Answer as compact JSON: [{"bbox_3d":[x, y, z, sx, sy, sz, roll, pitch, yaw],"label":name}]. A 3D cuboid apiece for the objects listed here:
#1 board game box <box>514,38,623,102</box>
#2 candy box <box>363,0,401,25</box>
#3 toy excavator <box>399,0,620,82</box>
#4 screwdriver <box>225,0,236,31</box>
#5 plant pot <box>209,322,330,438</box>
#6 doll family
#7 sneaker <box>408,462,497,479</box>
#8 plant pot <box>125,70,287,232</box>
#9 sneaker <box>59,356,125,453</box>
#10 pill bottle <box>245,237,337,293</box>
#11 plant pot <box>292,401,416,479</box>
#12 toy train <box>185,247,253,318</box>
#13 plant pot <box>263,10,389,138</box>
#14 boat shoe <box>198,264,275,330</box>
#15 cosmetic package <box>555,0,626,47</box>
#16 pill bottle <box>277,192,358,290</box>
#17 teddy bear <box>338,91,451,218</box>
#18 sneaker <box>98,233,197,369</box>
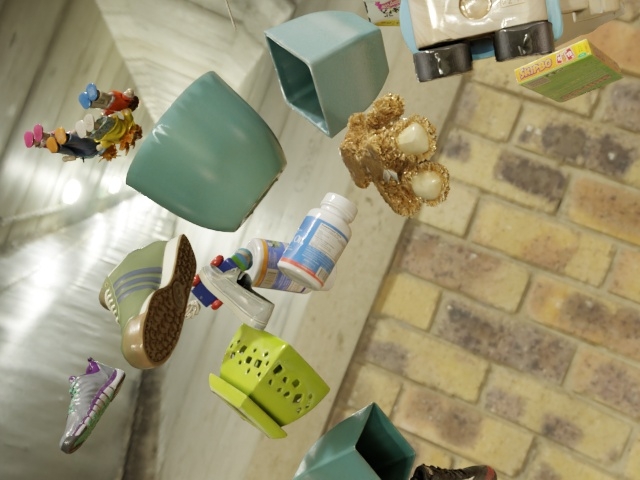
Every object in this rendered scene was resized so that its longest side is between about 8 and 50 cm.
[{"bbox_3d":[0.442,-0.290,1.338,0.124,0.039,0.259,-20,-11,32],"label":"board game box"},{"bbox_3d":[0.182,-0.660,1.946,0.159,0.071,0.233,8,-35,28],"label":"candy box"},{"bbox_3d":[0.378,-0.461,1.491,0.432,0.223,0.445,-10,10,13],"label":"toy excavator"},{"bbox_3d":[-0.187,-0.470,1.416,0.025,0.170,0.024,-23,16,-36],"label":"screwdriver"},{"bbox_3d":[-0.152,0.386,2.060,0.228,0.207,0.227,17,-27,52],"label":"plant pot"},{"bbox_3d":[-0.459,-0.208,1.555,0.262,0.119,0.163,-26,-10,25],"label":"doll family"},{"bbox_3d":[0.289,0.570,1.771,0.275,0.135,0.097,-19,8,-19],"label":"sneaker"},{"bbox_3d":[-0.211,-0.157,1.559,0.235,0.293,0.293,37,2,-2],"label":"plant pot"},{"bbox_3d":[-0.487,0.332,1.547,0.098,0.083,0.224,29,33,-2],"label":"sneaker"},{"bbox_3d":[-0.094,0.084,2.357,0.271,0.153,0.152,9,7,-25],"label":"pill bottle"},{"bbox_3d":[0.064,0.519,1.745,0.166,0.234,0.165,51,31,-8],"label":"plant pot"},{"bbox_3d":[-0.287,0.120,2.054,0.105,0.248,0.143,48,26,-4],"label":"toy train"},{"bbox_3d":[0.039,-0.476,2.053,0.247,0.252,0.248,45,-18,43],"label":"plant pot"},{"bbox_3d":[-0.177,0.105,1.662,0.227,0.081,0.079,38,7,36],"label":"boat shoe"},{"bbox_3d":[0.632,-0.702,1.950,0.196,0.366,0.155,-24,-41,35],"label":"cosmetic package"},{"bbox_3d":[0.000,0.000,1.852,0.124,0.222,0.124,28,-16,8],"label":"pill bottle"},{"bbox_3d":[0.152,-0.166,1.475,0.245,0.113,0.338,59,-14,-2],"label":"teddy bear"},{"bbox_3d":[-0.188,0.066,0.786,0.086,0.064,0.192,-12,32,12],"label":"sneaker"}]
